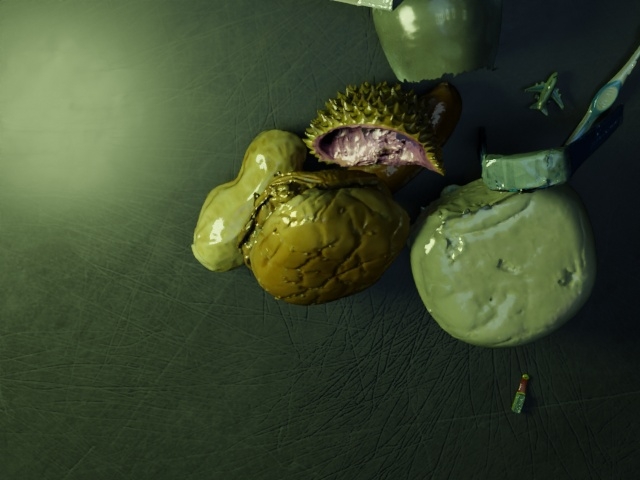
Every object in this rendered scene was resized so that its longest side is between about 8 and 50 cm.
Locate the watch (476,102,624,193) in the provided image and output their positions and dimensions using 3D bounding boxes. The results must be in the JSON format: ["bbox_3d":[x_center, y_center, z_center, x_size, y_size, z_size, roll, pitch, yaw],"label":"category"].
[{"bbox_3d":[0.410,-0.161,1.563,0.276,0.274,0.068,-9,108,13],"label":"watch"}]

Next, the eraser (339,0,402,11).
[{"bbox_3d":[-0.011,-0.518,1.488,0.397,0.082,0.213,22,117,33],"label":"eraser"}]

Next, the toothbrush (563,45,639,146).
[{"bbox_3d":[0.528,-0.258,1.674,0.040,0.040,0.386,30,104,-6],"label":"toothbrush"}]

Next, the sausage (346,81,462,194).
[{"bbox_3d":[0.164,-0.180,1.675,0.109,0.109,0.270,40,104,-8],"label":"sausage"}]

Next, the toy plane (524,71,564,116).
[{"bbox_3d":[0.424,-0.277,1.676,0.080,0.033,0.083,24,97,-3],"label":"toy plane"}]

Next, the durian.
[{"bbox_3d":[0.090,-0.219,1.612,0.260,0.186,0.154,-6,137,24],"label":"durian"}]

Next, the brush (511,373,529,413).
[{"bbox_3d":[0.413,0.314,1.835,0.019,0.021,0.083,14,104,1],"label":"brush"}]

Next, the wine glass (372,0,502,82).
[{"bbox_3d":[0.199,-0.442,1.545,0.238,0.238,0.323,-8,105,4],"label":"wine glass"}]

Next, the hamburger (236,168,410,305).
[{"bbox_3d":[0.000,0.000,1.604,0.318,0.158,0.318,-11,145,-8],"label":"hamburger"}]

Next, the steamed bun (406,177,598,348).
[{"bbox_3d":[0.333,0.031,1.657,0.334,0.233,0.312,-14,106,2],"label":"steamed bun"}]

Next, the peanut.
[{"bbox_3d":[-0.131,-0.074,1.696,0.147,0.147,0.305,40,101,-8],"label":"peanut"}]
